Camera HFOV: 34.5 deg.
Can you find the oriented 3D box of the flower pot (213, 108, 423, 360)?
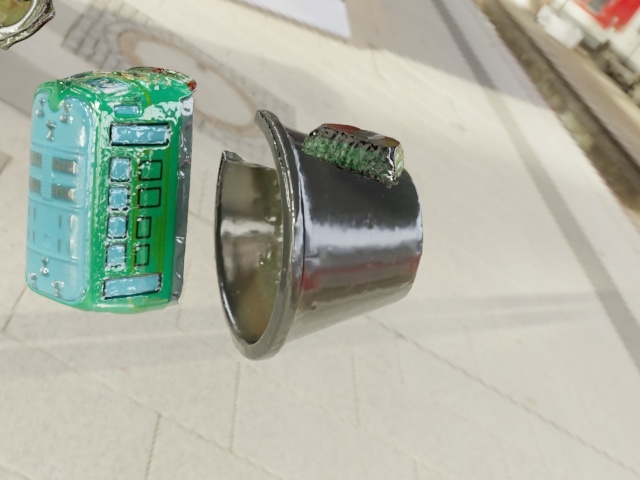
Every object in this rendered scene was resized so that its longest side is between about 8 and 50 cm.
[{"bbox_3d":[0.000,0.000,1.560,0.251,0.380,0.379,1,35,-23],"label":"flower pot"}]

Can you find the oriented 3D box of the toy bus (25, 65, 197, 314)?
[{"bbox_3d":[-0.300,-0.070,1.427,0.183,0.344,0.199,14,14,38],"label":"toy bus"}]

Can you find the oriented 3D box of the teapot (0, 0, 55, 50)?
[{"bbox_3d":[-0.446,-0.294,1.274,0.269,0.183,0.173,29,-16,28],"label":"teapot"}]

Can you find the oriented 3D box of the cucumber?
[{"bbox_3d":[0.057,-0.111,1.267,0.070,0.046,0.220,-9,20,-27],"label":"cucumber"}]
